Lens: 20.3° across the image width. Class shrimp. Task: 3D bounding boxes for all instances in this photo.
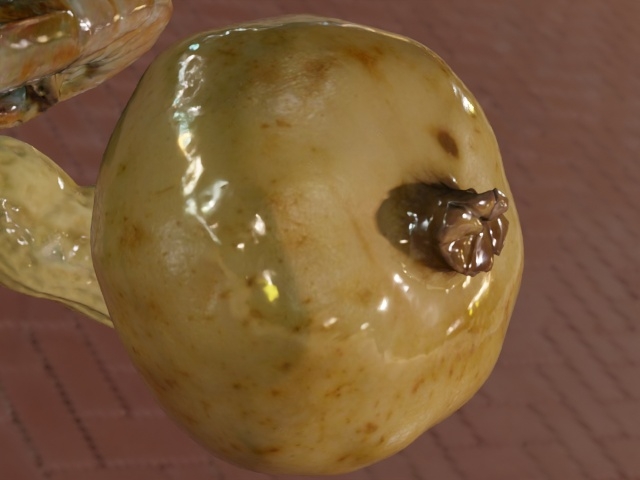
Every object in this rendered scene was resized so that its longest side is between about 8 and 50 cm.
[{"bbox_3d":[-0.208,-0.097,1.086,0.296,0.169,0.058,-21,76,-54],"label":"shrimp"}]

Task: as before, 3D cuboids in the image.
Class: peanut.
[{"bbox_3d":[-0.256,-0.004,1.816,0.305,0.147,0.147,23,30,-23],"label":"peanut"}]

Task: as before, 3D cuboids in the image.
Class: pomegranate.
[{"bbox_3d":[0.000,0.000,0.699,0.196,0.196,0.196,22,31,-14],"label":"pomegranate"}]
